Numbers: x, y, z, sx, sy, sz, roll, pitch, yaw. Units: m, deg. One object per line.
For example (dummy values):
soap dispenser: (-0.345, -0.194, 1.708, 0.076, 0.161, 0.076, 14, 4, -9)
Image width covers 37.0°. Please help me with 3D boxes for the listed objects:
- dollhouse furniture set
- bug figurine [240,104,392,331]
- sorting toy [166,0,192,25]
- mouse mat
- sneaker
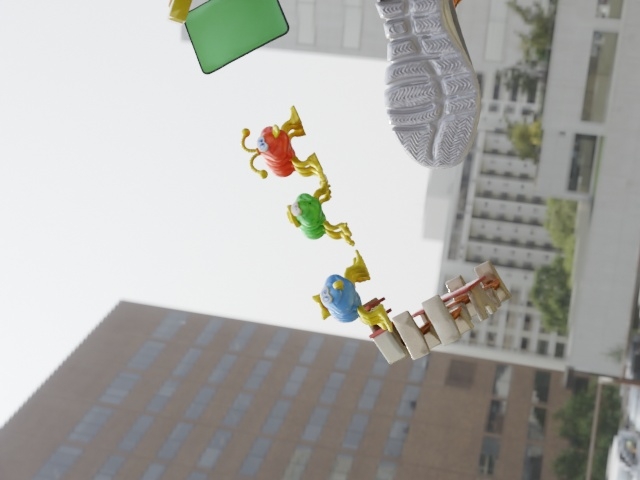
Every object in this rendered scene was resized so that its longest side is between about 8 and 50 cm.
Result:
dollhouse furniture set: (0.214, 0.134, 1.907, 0.262, 0.259, 0.135, -25, -96, -55)
bug figurine: (0.000, 0.000, 1.065, 0.216, 0.072, 0.279, 61, -175, -65)
sorting toy: (-0.121, -0.361, 0.999, 0.229, 0.041, 0.307, -95, 26, -53)
mouse mat: (-0.162, -0.413, 1.820, 0.007, 0.190, 0.152, 38, -152, -65)
sneaker: (0.147, -0.261, 1.207, 0.180, 0.125, 0.321, -56, -40, -56)
